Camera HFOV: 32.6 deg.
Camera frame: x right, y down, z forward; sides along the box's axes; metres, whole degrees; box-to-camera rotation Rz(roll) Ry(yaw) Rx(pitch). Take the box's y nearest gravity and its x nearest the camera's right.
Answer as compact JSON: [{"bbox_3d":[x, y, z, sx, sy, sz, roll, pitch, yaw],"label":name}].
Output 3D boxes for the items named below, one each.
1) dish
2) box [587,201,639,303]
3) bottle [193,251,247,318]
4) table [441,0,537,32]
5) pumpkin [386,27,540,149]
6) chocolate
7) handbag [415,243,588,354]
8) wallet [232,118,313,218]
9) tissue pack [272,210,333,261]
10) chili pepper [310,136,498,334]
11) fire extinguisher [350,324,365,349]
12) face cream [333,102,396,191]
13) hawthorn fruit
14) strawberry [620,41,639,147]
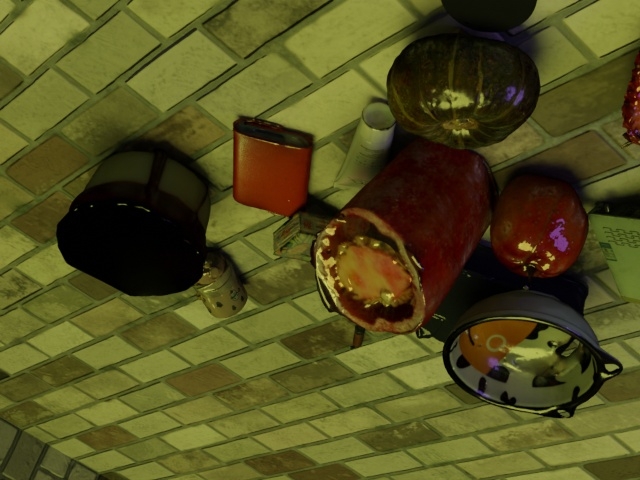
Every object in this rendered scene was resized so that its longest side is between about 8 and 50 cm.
[{"bbox_3d":[0.359,0.176,1.893,0.303,0.120,0.303,10,139,8],"label":"dish"},{"bbox_3d":[0.557,0.029,1.710,0.270,0.045,0.210,9,132,57],"label":"box"},{"bbox_3d":[-0.218,0.080,2.243,0.099,0.099,0.152,-1,137,27],"label":"bottle"},{"bbox_3d":[0.228,-0.343,1.471,0.134,0.043,0.133,12,145,9],"label":"table"},{"bbox_3d":[0.199,-0.225,1.567,0.219,0.162,0.219,3,168,1],"label":"pumpkin"},{"bbox_3d":[-0.327,-0.046,2.030,0.284,0.186,0.283,6,139,5],"label":"chocolate"},{"bbox_3d":[0.304,0.125,2.031,0.326,0.118,0.269,21,139,-2],"label":"handbag"},{"bbox_3d":[-0.087,-0.125,1.928,0.142,0.045,0.204,15,145,6],"label":"wallet"},{"bbox_3d":[0.000,0.000,2.009,0.148,0.060,0.109,11,150,-29],"label":"tissue pack"},{"bbox_3d":[0.141,-0.023,1.779,0.229,0.305,0.251,2,131,36],"label":"chili pepper"},{"bbox_3d":[0.078,0.208,2.333,0.028,0.022,0.083,-15,149,-15],"label":"fire extinguisher"},{"bbox_3d":[0.079,-0.143,1.820,0.092,0.058,0.243,13,152,1],"label":"face cream"},{"bbox_3d":[0.347,-0.005,1.760,0.157,0.194,0.157,14,157,6],"label":"hawthorn fruit"},{"bbox_3d":[0.494,-0.222,1.500,0.167,0.087,0.208,2,121,-10],"label":"strawberry"}]
